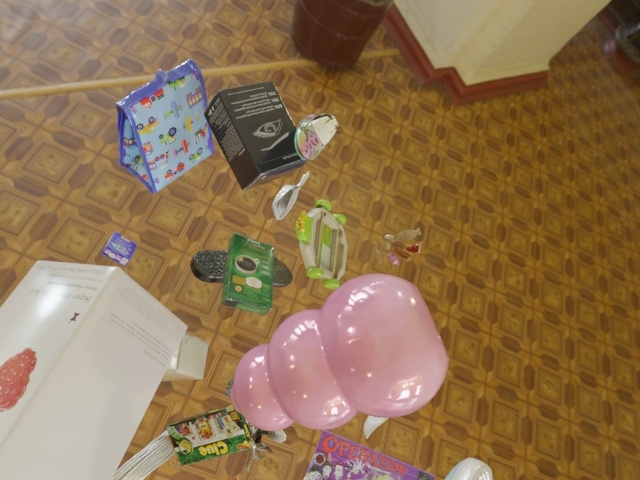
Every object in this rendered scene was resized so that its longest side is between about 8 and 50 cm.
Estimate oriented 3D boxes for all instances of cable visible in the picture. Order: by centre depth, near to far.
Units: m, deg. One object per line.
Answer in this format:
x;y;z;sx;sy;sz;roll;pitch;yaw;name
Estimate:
-0.685;0.860;1.583;0.089;0.257;0.257;50;22;7;cable

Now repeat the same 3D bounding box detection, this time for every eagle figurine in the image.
-0.295;0.742;1.723;0.225;0.226;0.298;42;12;-30;eagle figurine

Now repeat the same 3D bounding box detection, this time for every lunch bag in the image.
-0.382;-0.292;1.028;0.138;0.293;0.221;40;59;6;lunch bag

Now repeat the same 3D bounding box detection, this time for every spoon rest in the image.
0.264;0.791;1.868;0.084;0.276;0.137;29;35;24;spoon rest

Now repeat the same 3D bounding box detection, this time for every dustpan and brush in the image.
-0.107;-0.183;1.581;0.060;0.147;0.211;20;71;10;dustpan and brush

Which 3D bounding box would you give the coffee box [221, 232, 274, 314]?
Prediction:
-0.167;0.077;0.978;0.113;0.040;0.184;19;46;-27;coffee box

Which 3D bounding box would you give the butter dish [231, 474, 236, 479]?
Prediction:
-0.229;0.631;0.899;0.118;0.160;0.160;-5;99;-5;butter dish

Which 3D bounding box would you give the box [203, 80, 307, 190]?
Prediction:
-0.146;-0.242;0.960;0.153;0.108;0.207;-26;92;-36;box

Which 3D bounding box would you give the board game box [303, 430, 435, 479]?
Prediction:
0.129;0.703;1.172;0.346;0.056;0.208;15;41;16;board game box

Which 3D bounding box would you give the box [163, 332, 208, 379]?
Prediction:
-0.535;0.379;1.332;0.311;0.148;0.121;-9;59;19;box

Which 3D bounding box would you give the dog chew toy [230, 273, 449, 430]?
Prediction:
0.015;0.185;0.629;0.331;0.206;0.207;-25;75;11;dog chew toy

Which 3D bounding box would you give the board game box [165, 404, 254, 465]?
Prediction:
-0.336;0.589;1.256;0.136;0.259;0.030;67;17;-3;board game box

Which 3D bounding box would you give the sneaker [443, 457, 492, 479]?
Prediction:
0.160;0.528;0.738;0.366;0.150;0.135;-54;129;-10;sneaker

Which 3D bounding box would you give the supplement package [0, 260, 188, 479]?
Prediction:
-0.353;0.196;0.558;0.177;0.175;0.293;2;53;24;supplement package

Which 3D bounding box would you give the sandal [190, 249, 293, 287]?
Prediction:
-0.316;0.125;1.678;0.445;0.107;0.168;10;44;-37;sandal

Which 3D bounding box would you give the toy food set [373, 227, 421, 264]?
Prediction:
0.188;0.018;0.985;0.019;0.122;0.078;-2;81;-54;toy food set

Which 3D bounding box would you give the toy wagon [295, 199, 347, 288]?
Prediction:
0.000;0.000;1.399;0.344;0.068;0.267;38;53;-53;toy wagon

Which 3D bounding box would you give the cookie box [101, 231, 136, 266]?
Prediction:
-0.719;0.030;1.490;0.092;0.040;0.107;38;17;-26;cookie box

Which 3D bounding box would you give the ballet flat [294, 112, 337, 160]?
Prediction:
-0.002;-0.240;0.900;0.077;0.079;0.221;61;20;-22;ballet flat
